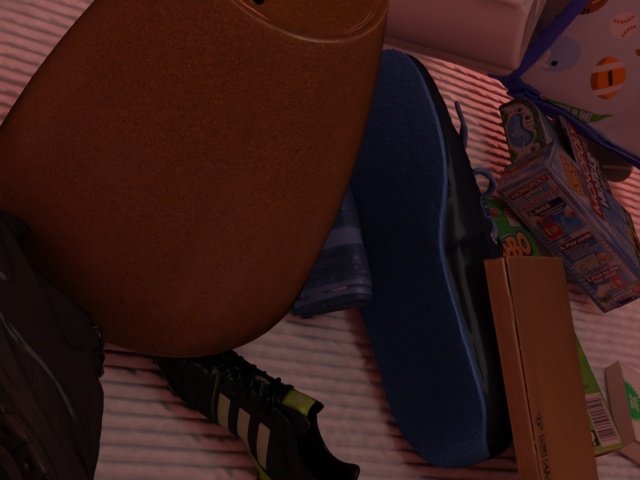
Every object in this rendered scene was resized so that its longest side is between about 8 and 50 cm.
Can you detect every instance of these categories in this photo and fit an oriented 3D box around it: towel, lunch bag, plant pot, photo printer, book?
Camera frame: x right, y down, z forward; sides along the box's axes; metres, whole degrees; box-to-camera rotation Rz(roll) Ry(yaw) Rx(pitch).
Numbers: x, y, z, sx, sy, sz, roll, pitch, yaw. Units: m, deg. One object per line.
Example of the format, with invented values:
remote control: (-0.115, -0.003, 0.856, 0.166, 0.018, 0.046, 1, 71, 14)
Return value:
towel: (0.000, 0.000, 1.016, 0.029, 0.067, 0.119, 67, 10, -63)
lunch bag: (0.389, -0.271, 1.375, 0.328, 0.385, 0.239, 25, 8, -22)
plant pot: (-0.063, -0.087, 0.806, 0.237, 0.254, 0.237, 14, 54, -20)
photo printer: (0.066, -0.291, 1.147, 0.308, 0.107, 0.256, 18, 56, 14)
book: (0.342, 0.190, 1.285, 0.144, 0.035, 0.096, 30, 40, -29)

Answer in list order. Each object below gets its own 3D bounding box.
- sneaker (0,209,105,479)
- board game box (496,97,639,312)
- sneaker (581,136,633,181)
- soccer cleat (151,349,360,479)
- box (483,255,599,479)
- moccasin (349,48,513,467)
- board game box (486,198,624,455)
sneaker: (-0.166, 0.095, 0.735, 0.130, 0.109, 0.286, -6, 70, -56)
board game box: (0.243, -0.054, 1.295, 0.194, 0.060, 0.194, 36, 36, -41)
sneaker: (0.316, -0.140, 1.489, 0.152, 0.054, 0.061, 63, 31, -3)
soccer cleat: (-0.043, 0.110, 0.878, 0.179, 0.072, 0.060, 50, 37, -8)
box: (0.183, 0.112, 1.049, 0.164, 0.021, 0.201, 3, 77, -64)
moccasin: (0.085, 0.016, 1.069, 0.117, 0.138, 0.342, 5, 74, -55)
board game box: (0.187, 0.080, 1.189, 0.124, 0.039, 0.259, -1, 66, -49)
